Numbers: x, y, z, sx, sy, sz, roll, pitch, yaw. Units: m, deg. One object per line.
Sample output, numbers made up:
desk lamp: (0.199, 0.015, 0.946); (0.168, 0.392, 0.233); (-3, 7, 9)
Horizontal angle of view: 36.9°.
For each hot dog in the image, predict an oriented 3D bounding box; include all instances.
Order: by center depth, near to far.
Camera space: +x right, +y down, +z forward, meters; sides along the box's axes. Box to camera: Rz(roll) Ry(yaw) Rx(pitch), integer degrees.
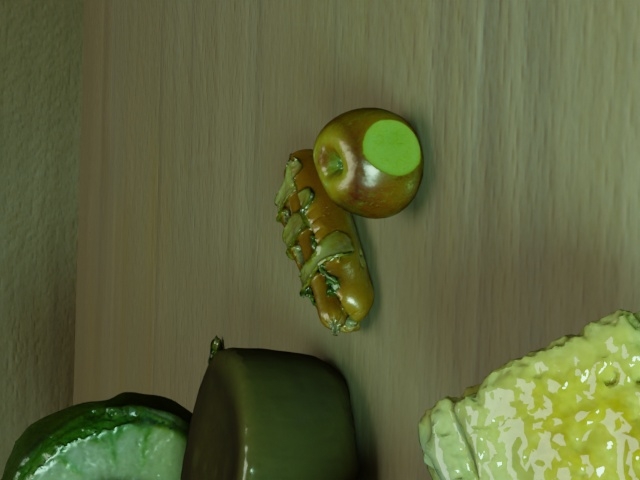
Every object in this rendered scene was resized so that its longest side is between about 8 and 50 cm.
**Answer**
hot dog: (0.000, 0.000, 1.116); (0.109, 0.072, 0.269); (112, 151, -43)

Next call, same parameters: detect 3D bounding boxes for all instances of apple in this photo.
apple: (0.046, -0.077, 0.971); (0.099, 0.102, 0.114); (153, 115, -62)

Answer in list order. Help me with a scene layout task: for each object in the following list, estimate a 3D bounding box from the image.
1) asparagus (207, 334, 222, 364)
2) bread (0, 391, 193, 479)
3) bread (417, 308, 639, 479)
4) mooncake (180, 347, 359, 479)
asparagus: (-0.171, 0.208, 1.555); (0.021, 0.025, 0.108); (-177, 89, -76)
bread: (-0.283, 0.411, 1.363); (0.129, 0.366, 0.381); (17, 82, 65)
bread: (0.163, 0.181, 0.618); (0.262, 0.163, 0.204); (103, 147, -59)
mooncake: (-0.062, 0.270, 1.120); (0.284, 0.156, 0.284); (-171, 90, -72)
